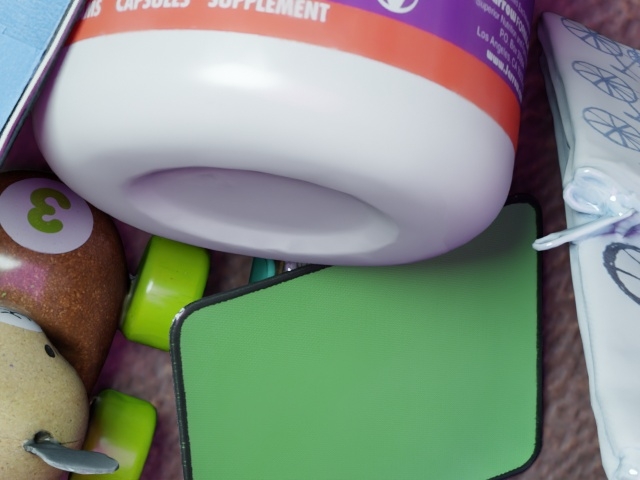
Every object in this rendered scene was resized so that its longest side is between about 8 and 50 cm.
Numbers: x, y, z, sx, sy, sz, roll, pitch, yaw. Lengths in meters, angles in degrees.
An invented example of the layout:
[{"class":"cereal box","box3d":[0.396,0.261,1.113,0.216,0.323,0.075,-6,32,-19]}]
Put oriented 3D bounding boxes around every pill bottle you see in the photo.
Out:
[{"class":"pill bottle","box3d":[0.002,-0.163,0.729,0.181,0.181,0.323,10,74,-7]}]

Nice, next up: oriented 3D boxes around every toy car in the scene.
[{"class":"toy car","box3d":[-0.134,0.051,0.772,0.155,0.188,0.149,18,96,-9]}]

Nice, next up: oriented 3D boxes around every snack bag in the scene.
[{"class":"snack bag","box3d":[0.236,0.040,0.747,0.323,0.342,0.037,22,119,-9]}]

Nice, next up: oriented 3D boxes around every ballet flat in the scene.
[{"class":"ballet flat","box3d":[0.000,0.000,0.841,0.079,0.077,0.221,2,94,-10]}]

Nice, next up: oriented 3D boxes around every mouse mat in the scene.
[{"class":"mouse mat","box3d":[0.022,0.068,0.828,0.190,0.007,0.152,-19,122,-26]}]

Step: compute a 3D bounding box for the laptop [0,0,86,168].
[{"class":"laptop","box3d":[-0.244,-0.277,0.660,0.408,0.236,0.382,27,87,-25]}]
